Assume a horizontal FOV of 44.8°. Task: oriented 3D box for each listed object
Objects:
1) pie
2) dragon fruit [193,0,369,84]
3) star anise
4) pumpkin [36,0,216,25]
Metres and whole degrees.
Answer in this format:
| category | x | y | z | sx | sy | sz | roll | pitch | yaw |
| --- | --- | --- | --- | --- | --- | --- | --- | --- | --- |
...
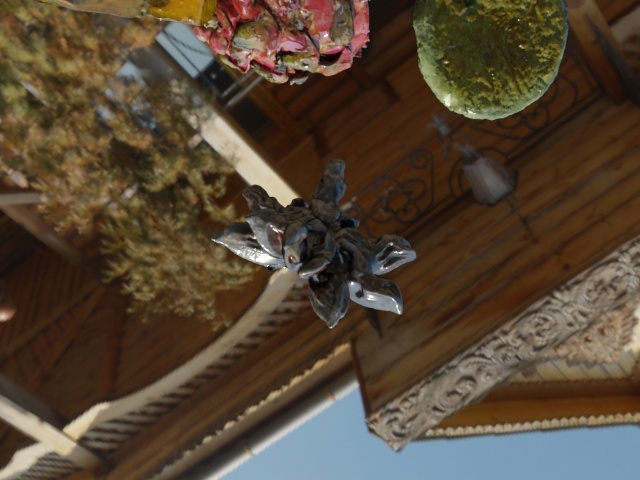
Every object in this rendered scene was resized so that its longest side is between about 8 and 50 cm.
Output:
| category | x | y | z | sx | sy | sz | roll | pitch | yaw |
| --- | --- | --- | --- | --- | --- | --- | --- | --- | --- |
| pie | 0.280 | -0.335 | 1.274 | 0.277 | 0.277 | 0.078 | -46 | -167 | -2 |
| dragon fruit | -0.065 | -0.386 | 1.253 | 0.291 | 0.250 | 0.269 | -7 | -155 | 6 |
| star anise | -0.001 | 0.003 | 1.029 | 0.212 | 0.283 | 0.129 | -27 | 156 | -43 |
| pumpkin | -0.218 | -0.289 | 0.767 | 0.258 | 0.290 | 0.095 | 43 | -52 | 33 |
